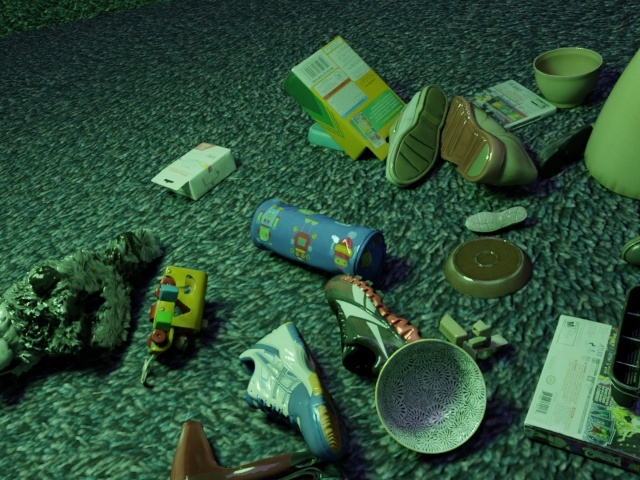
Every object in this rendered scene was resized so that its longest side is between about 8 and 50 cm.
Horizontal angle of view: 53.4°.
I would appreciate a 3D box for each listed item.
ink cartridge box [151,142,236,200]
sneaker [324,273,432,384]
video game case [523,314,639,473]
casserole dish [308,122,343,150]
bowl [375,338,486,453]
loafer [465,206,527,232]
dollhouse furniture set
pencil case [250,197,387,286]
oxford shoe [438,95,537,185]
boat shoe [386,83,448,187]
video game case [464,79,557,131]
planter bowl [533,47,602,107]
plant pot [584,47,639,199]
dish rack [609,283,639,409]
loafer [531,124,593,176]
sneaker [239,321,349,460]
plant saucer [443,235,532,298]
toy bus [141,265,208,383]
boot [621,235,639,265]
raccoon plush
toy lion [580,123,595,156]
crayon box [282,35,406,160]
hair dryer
[{"bbox_3d":[-0.334,-0.175,1.688,0.115,0.067,0.198,20,48,36],"label":"ink cartridge box"},{"bbox_3d":[0.071,0.156,1.128,0.135,0.098,0.276,-28,42,-20],"label":"sneaker"},{"bbox_3d":[0.444,0.228,0.966,0.210,0.042,0.232,12,46,28],"label":"video game case"},{"bbox_3d":[0.046,-0.297,1.739,0.188,0.037,0.114,21,50,38],"label":"casserole dish"},{"bbox_3d":[0.164,0.237,0.993,0.170,0.170,0.080,-19,-5,-5],"label":"bowl"},{"bbox_3d":[0.366,-0.038,1.327,0.125,0.039,0.045,-11,72,9],"label":"loafer"},{"bbox_3d":[0.269,0.148,1.102,0.081,0.091,0.114,-12,33,-22],"label":"dollhouse furniture set"},{"bbox_3d":[0.000,0.000,1.324,0.306,0.119,0.133,19,19,35],"label":"pencil case"},{"bbox_3d":[0.381,-0.225,1.502,0.146,0.141,0.397,15,31,-14],"label":"oxford shoe"},{"bbox_3d":[0.225,-0.245,1.568,0.103,0.113,0.302,-23,34,56],"label":"boat shoe"},{"bbox_3d":[0.482,-0.350,1.674,0.183,0.023,0.201,-21,40,-9],"label":"video game case"},{"bbox_3d":[0.629,-0.407,1.625,0.162,0.109,0.162,-9,38,7],"label":"planter bowl"},{"bbox_3d":[0.683,-0.265,1.275,0.256,0.274,0.257,-7,48,7],"label":"plant pot"},{"bbox_3d":[0.562,0.183,0.902,0.271,0.074,0.208,14,48,25],"label":"dish rack"},{"bbox_3d":[0.545,-0.212,1.446,0.170,0.062,0.061,-33,32,-12],"label":"loafer"},{"bbox_3d":[-0.051,0.264,1.048,0.131,0.112,0.296,-28,31,-4],"label":"sneaker"},{"bbox_3d":[0.324,0.044,1.241,0.168,0.029,0.168,-9,40,8],"label":"plant saucer"},{"bbox_3d":[-0.273,0.151,1.236,0.104,0.202,0.191,11,27,-17],"label":"toy bus"},{"bbox_3d":[0.631,0.077,1.080,0.189,0.076,0.209,-5,46,15],"label":"boot"},{"bbox_3d":[-0.543,0.141,1.344,0.299,0.216,0.446,-17,7,19],"label":"raccoon plush"},{"bbox_3d":[0.637,-0.224,1.467,0.096,0.034,0.100,-39,44,-17],"label":"toy lion"},{"bbox_3d":[0.086,-0.354,1.660,0.323,0.083,0.203,46,58,1],"label":"crayon box"},{"bbox_3d":[-0.124,0.372,0.974,0.293,0.080,0.223,24,36,32],"label":"hair dryer"}]
